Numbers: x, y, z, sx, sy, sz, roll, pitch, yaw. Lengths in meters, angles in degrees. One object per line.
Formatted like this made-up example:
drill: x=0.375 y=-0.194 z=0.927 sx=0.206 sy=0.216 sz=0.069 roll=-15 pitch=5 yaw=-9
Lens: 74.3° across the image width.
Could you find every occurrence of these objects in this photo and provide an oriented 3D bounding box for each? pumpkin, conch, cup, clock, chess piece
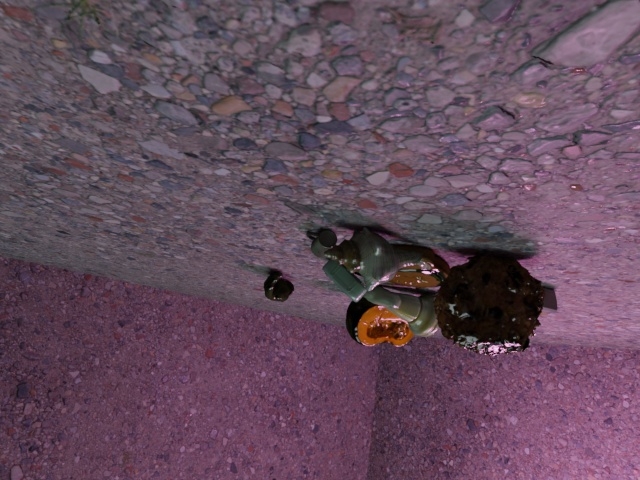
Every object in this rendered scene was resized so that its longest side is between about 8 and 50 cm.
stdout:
pumpkin: x=0.244 y=0.320 z=1.857 sx=0.325 sy=0.242 sz=0.232 roll=12 pitch=-166 yaw=-28
conch: x=0.123 y=0.050 z=0.983 sx=0.234 sy=0.137 sz=0.114 roll=22 pitch=178 yaw=-4
cup: x=0.005 y=-0.001 z=1.066 sx=0.055 sy=0.074 sz=0.083 roll=-26 pitch=170 yaw=-18
clock: x=0.080 y=0.122 z=1.321 sx=0.148 sy=0.060 sz=0.188 roll=43 pitch=180 yaw=10
chess piece: x=0.307 y=0.245 z=1.614 sx=0.298 sy=0.175 sz=0.176 roll=24 pitch=161 yaw=-16

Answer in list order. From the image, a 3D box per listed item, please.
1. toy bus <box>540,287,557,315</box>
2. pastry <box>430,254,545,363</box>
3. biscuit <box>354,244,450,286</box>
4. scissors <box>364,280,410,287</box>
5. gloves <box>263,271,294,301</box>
toy bus: x=0.596 y=0.171 z=1.292 sx=0.268 sy=0.092 sz=0.106 roll=15 pitch=154 yaw=-22
pastry: x=0.417 y=0.161 z=1.061 sx=0.275 sy=0.274 sz=0.193 roll=6 pitch=172 yaw=8
biscuit: x=0.225 y=0.086 z=1.229 sx=0.288 sy=0.057 sz=0.344 roll=0 pitch=162 yaw=28
scissors: x=0.252 y=0.156 z=1.533 sx=0.187 sy=0.020 sz=0.133 roll=8 pitch=168 yaw=7
gloves: x=-0.176 y=0.193 z=1.723 sx=0.107 sy=0.135 sz=0.268 roll=-34 pitch=164 yaw=-3
